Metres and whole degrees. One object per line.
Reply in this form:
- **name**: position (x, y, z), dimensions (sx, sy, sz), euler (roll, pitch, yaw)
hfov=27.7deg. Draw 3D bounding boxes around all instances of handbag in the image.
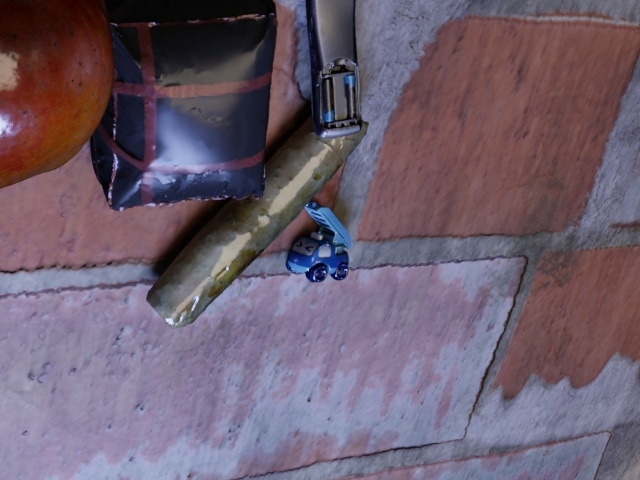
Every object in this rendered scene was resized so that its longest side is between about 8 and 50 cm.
- **handbag**: position (-0.137, -0.140, 1.238), dimensions (0.169, 0.155, 0.215), euler (-6, 122, -19)

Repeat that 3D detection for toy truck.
- **toy truck**: position (0.000, 0.000, 1.504), dimensions (0.073, 0.056, 0.090), euler (-6, 107, -40)

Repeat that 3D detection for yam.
- **yam**: position (-0.067, -0.032, 1.418), dimensions (0.317, 0.067, 0.071), euler (-48, 115, -4)

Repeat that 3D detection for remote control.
- **remote control**: position (0.014, -0.213, 1.359), dimensions (0.059, 0.028, 0.212), euler (-10, 107, -22)

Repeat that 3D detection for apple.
- **apple**: position (-0.280, -0.151, 1.085), dimensions (0.234, 0.234, 0.234), euler (-19, 127, -27)
